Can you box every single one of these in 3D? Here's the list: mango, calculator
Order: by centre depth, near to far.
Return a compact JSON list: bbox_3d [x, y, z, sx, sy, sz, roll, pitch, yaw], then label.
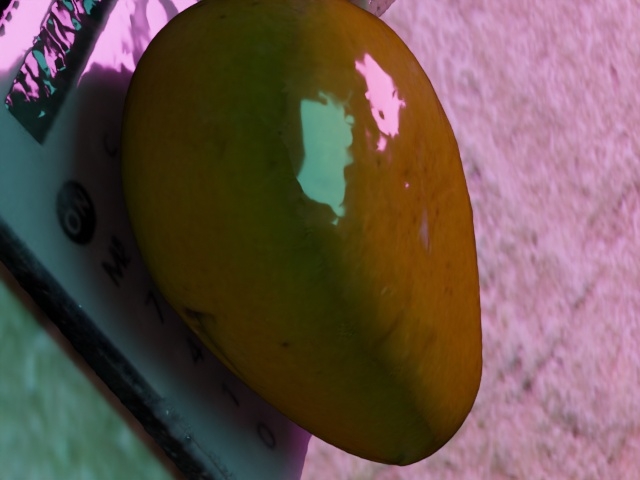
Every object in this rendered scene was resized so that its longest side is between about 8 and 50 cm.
[{"bbox_3d":[0.000,0.000,0.687,0.195,0.098,0.137,68,30,-29],"label":"mango"},{"bbox_3d":[-0.066,-0.031,0.699,0.261,0.021,0.161,54,40,-35],"label":"calculator"}]

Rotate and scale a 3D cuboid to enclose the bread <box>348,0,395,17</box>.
[{"bbox_3d":[-0.004,-0.181,0.839,0.077,0.105,0.152,-48,152,-52],"label":"bread"}]
